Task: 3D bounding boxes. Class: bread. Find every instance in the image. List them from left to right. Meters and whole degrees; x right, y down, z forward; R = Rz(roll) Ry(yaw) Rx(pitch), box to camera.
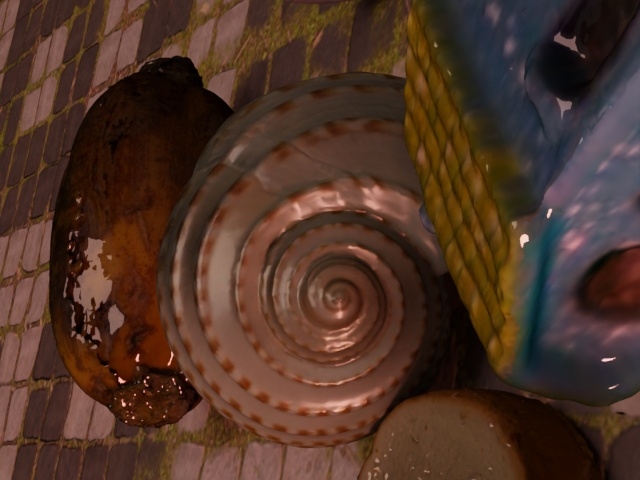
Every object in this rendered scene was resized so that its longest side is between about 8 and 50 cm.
[{"bbox_3d":[0.095,0.206,0.919,0.236,0.070,0.236,-39,43,49],"label":"bread"}]

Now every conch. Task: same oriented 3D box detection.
[{"bbox_3d":[-0.011,-0.006,1.091,0.303,0.215,0.319,-62,29,0],"label":"conch"}]

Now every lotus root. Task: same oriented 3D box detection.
[{"bbox_3d":[-0.161,-0.010,1.384,0.179,0.196,0.397,-35,43,43],"label":"lotus root"}]

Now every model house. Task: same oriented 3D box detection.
[{"bbox_3d":[0.164,-0.071,0.802,0.303,0.215,0.237,-60,30,35],"label":"model house"}]

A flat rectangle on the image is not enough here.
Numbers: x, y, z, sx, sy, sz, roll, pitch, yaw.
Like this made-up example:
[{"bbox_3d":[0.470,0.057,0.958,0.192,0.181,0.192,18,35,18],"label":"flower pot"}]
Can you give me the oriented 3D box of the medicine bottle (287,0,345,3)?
[{"bbox_3d":[-0.006,-0.404,1.285,0.212,0.212,0.325,-39,42,48],"label":"medicine bottle"}]
